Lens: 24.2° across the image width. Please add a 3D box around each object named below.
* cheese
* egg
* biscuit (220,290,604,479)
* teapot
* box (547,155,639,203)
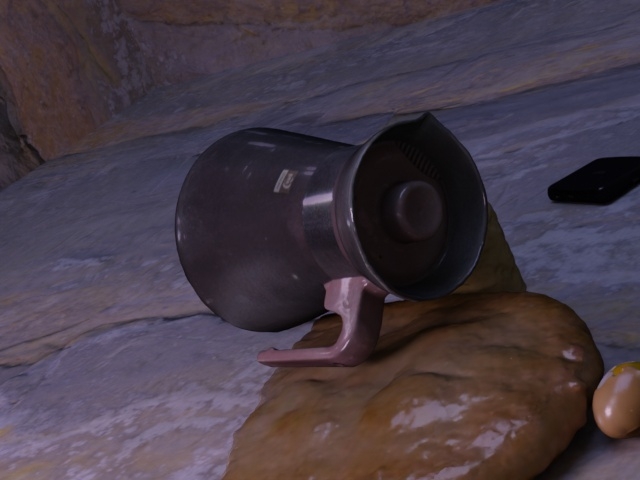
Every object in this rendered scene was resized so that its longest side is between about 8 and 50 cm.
[{"bbox_3d":[0.181,0.042,1.830,0.123,0.167,0.094,-22,16,2],"label":"cheese"},{"bbox_3d":[0.306,0.161,1.488,0.083,0.071,0.071,-35,21,-28],"label":"egg"},{"bbox_3d":[0.086,0.183,1.623,0.446,0.104,0.429,-8,24,37],"label":"biscuit"},{"bbox_3d":[0.000,0.000,1.728,0.344,0.253,0.300,-7,66,53],"label":"teapot"},{"bbox_3d":[0.412,-0.089,2.177,0.125,0.027,0.126,-29,17,-28],"label":"box"}]
